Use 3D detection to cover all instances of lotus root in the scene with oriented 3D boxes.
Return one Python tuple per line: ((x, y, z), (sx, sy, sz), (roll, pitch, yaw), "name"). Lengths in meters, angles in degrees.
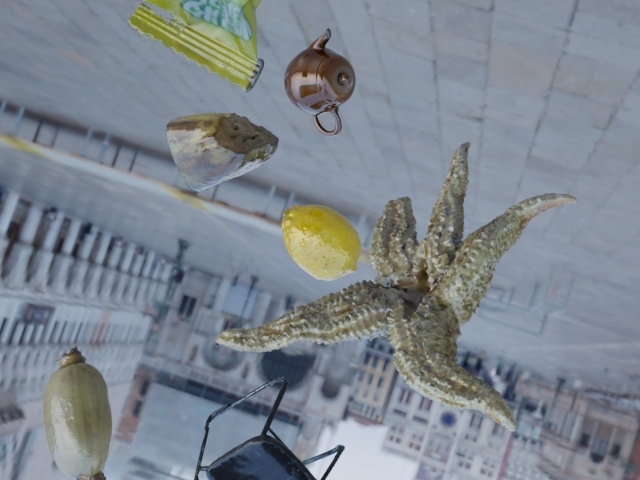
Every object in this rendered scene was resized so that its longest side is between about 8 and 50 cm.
((-0.147, -0.126, 1.358), (0.159, 0.095, 0.135), (27, 150, -37), "lotus root")
((-0.233, 0.167, 0.886), (0.062, 0.150, 0.073), (-7, 154, -19), "lotus root")

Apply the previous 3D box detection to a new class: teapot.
((0.009, -0.252, 1.488), (0.116, 0.173, 0.116), (-7, -166, 2), "teapot")

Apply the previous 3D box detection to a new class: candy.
((-0.102, -0.352, 1.114), (0.187, 0.297, 0.081), (29, -170, 11), "candy")

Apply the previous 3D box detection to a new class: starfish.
((0.091, 0.028, 0.896), (0.301, 0.293, 0.084), (6, 140, 34), "starfish")

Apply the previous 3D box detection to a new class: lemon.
((0.000, 0.000, 1.527), (0.155, 0.114, 0.114), (44, 176, 3), "lemon")

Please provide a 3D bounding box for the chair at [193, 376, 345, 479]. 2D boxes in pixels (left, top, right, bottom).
((-0.081, 0.309, 1.165), (0.140, 0.145, 0.221), (51, -152, -15), "chair")
